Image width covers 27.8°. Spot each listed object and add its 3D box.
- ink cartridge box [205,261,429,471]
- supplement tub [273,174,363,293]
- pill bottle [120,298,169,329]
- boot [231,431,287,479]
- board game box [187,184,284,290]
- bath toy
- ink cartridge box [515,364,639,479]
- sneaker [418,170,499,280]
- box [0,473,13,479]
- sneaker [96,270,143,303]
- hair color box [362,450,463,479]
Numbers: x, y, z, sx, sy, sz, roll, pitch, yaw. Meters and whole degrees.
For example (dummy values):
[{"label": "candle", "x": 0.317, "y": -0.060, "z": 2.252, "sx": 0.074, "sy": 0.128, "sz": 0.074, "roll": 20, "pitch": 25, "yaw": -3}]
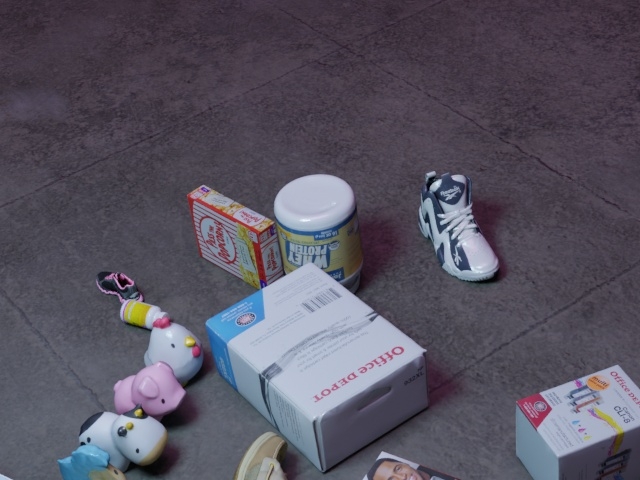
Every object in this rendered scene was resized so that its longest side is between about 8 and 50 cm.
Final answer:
[{"label": "ink cartridge box", "x": -0.005, "y": 0.198, "z": 2.089, "sx": 0.223, "sy": 0.129, "sz": 0.307, "roll": -28, "pitch": 42, "yaw": -24}, {"label": "supplement tub", "x": 0.000, "y": 0.000, "z": 2.282, "sx": 0.144, "sy": 0.199, "sz": 0.144, "roll": -6, "pitch": 38, "yaw": 4}, {"label": "pill bottle", "x": -0.311, "y": 0.134, "z": 2.296, "sx": 0.083, "sy": 0.043, "sz": 0.043, "roll": 13, "pitch": 43, "yaw": 26}, {"label": "boot", "x": -0.033, "y": 0.387, "z": 1.886, "sx": 0.204, "sy": 0.095, "sz": 0.262, "roll": 13, "pitch": 24, "yaw": 10}, {"label": "board game box", "x": -0.154, "y": -0.002, "z": 2.357, "sx": 0.193, "sy": 0.146, "sz": 0.045, "roll": 27, "pitch": 50, "yaw": 37}, {"label": "bath toy", "x": -0.286, "y": 0.255, "z": 2.071, "sx": 0.151, "sy": 0.129, "sz": 0.348, "roll": 8, "pitch": 40, "yaw": 20}, {"label": "ink cartridge box", "x": 0.395, "y": 0.289, "z": 1.902, "sx": 0.176, "sy": 0.127, "sz": 0.128, "roll": -18, "pitch": 39, "yaw": -14}, {"label": "sneaker", "x": 0.244, "y": -0.040, "z": 2.326, "sx": 0.094, "sy": 0.153, "sz": 0.235, "roll": -17, "pitch": 38, "yaw": -8}, {"label": "box", "x": -0.478, "y": 0.403, "z": 1.732, "sx": 0.114, "sy": 0.036, "sz": 0.207, "roll": 18, "pitch": 45, "yaw": 24}, {"label": "sneaker", "x": -0.371, "y": 0.076, "z": 2.371, "sx": 0.119, "sy": 0.057, "sz": 0.047, "roll": 26, "pitch": 51, "yaw": 38}, {"label": "hair color box", "x": 0.138, "y": 0.371, "z": 1.913, "sx": 0.141, "sy": 0.043, "sz": 0.072, "roll": 15, "pitch": 44, "yaw": 27}]
